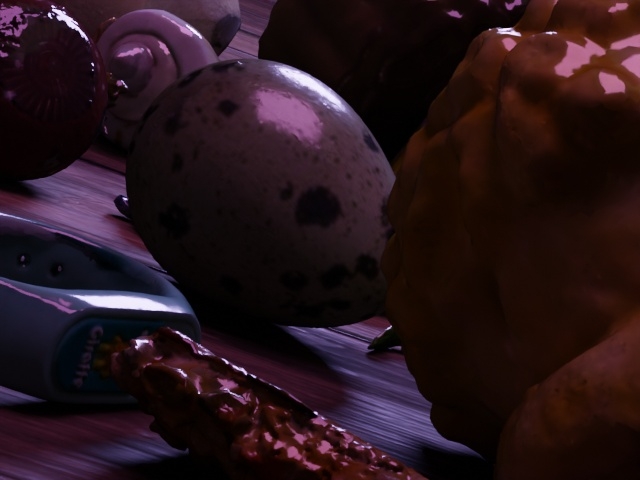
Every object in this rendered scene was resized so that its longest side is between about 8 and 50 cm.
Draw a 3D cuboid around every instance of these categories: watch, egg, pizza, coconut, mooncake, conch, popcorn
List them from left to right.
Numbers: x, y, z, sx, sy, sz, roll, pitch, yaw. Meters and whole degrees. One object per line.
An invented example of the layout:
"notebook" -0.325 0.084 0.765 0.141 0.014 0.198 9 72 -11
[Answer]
"watch" -0.179 0.029 1.090 0.195 0.068 0.237 26 12 29
"coconut" -0.189 -0.244 1.962 0.241 0.241 0.241 20 11 -4
"conch" -0.148 -0.124 1.816 0.158 0.127 0.255 13 -18 27
"egg" -0.033 -0.028 1.351 0.228 0.177 0.177 37 15 12
"pizza" -0.007 0.123 0.983 0.226 0.069 0.147 29 -8 21
"mooncake" 0.110 -0.193 1.989 0.324 0.324 0.187 9 39 -45
"popcorn" 0.201 0.021 1.150 0.349 0.349 0.381 19 25 -10

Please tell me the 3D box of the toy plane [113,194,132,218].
"toy plane" -0.132 -0.035 1.538 0.062 0.054 0.167 43 3 -22

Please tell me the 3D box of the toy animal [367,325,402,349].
"toy animal" 0.100 0.066 1.481 0.217 0.041 0.075 5 26 -41

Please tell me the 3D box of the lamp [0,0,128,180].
"lamp" -0.249 -0.118 1.502 0.135 0.156 0.157 -21 -64 47

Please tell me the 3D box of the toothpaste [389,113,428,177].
"toothpaste" 0.096 -0.042 1.765 0.077 0.110 0.327 40 10 -4
